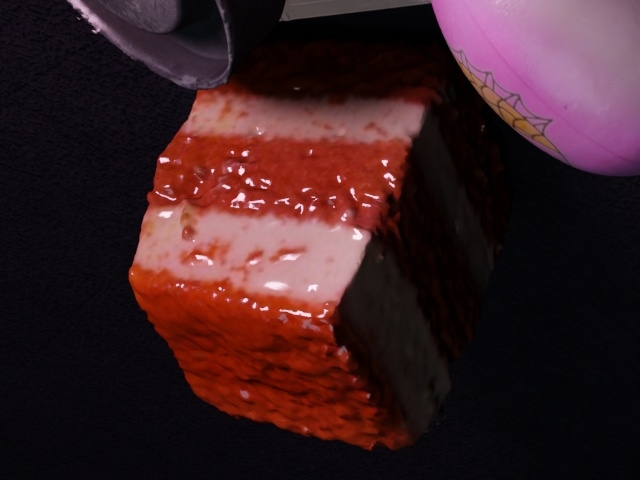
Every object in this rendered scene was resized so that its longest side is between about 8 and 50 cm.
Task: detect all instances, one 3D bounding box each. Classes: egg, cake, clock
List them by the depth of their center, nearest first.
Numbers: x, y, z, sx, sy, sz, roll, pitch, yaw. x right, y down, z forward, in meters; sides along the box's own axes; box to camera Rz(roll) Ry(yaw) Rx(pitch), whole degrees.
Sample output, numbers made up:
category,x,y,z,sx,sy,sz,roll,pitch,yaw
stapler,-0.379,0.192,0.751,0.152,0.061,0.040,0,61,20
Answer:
category,x,y,z,sx,sy,sz,roll,pitch,yaw
egg,0.205,-0.171,1.363,0.271,0.196,0.196,49,147,-4
clock,-0.182,-0.294,1.423,0.386,0.076,0.386,41,161,17
cake,0.000,0.000,1.646,0.270,0.320,0.269,6,147,28

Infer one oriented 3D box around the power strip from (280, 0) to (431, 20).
category,x,y,z,sx,sy,sz,roll,pitch,yaw
power strip,-0.020,-0.246,1.532,0.338,0.058,0.098,-1,142,37
